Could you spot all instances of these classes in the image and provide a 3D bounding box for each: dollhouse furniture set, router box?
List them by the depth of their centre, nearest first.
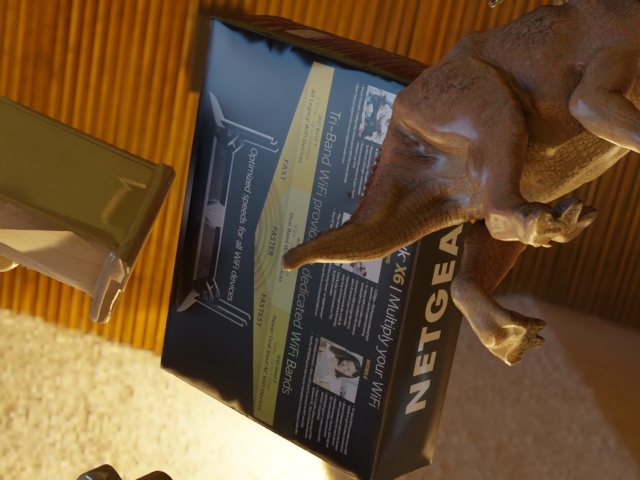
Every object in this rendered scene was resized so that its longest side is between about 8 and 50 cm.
[{"bbox_3d":[0.000,0.000,1.085,0.243,0.308,0.081,25,-157,37],"label":"router box"},{"bbox_3d":[-0.329,0.076,1.254,0.256,0.394,0.362,24,-150,-5],"label":"dollhouse furniture set"}]

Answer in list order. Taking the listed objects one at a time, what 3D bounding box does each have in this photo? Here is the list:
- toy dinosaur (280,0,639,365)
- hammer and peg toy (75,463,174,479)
[{"bbox_3d":[0.104,-0.073,0.678,0.296,0.127,0.200,-29,-123,0],"label":"toy dinosaur"},{"bbox_3d":[-0.169,0.361,1.084,0.127,0.361,0.266,-20,-112,-43],"label":"hammer and peg toy"}]
